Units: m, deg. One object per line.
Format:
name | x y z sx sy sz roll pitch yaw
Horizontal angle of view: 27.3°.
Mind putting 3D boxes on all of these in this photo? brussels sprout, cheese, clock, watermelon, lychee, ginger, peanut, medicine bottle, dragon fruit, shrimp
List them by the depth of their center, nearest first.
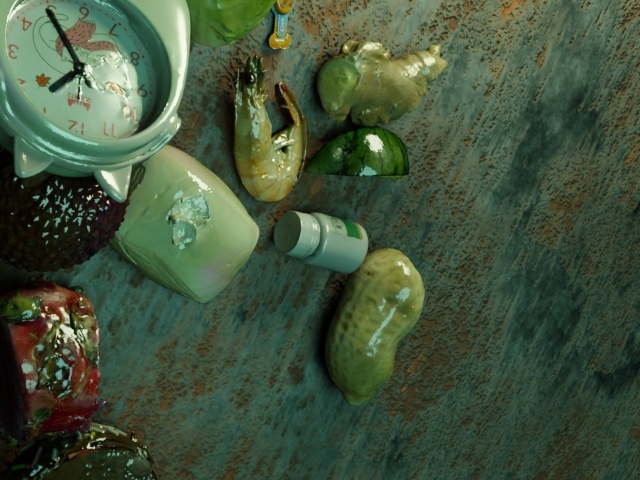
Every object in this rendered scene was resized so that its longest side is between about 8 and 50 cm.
clock | -0.294 -0.199 1.563 0.265 0.109 0.324 16 61 -31
lychee | -0.336 -0.041 1.651 0.188 0.188 0.188 -13 113 -33
dragon fruit | -0.350 0.156 1.701 0.147 0.211 0.282 -13 139 -26
brussels sprout | -0.124 -0.349 1.720 0.161 0.144 0.180 -63 165 -49
cheese | -0.054 -0.325 1.860 0.047 0.017 0.111 -6 109 -32
shrimp | -0.070 -0.164 1.880 0.133 0.053 0.236 -24 122 -26
ginger | 0.094 -0.231 1.968 0.213 0.074 0.137 -5 120 -40
medicine bottle | 0.000 0.000 1.969 0.130 0.080 0.080 16 96 -39
watermelon | 0.073 -0.132 1.981 0.181 0.092 0.075 0 92 -34
peanut | 0.083 0.136 2.053 0.137 0.122 0.253 19 96 -47

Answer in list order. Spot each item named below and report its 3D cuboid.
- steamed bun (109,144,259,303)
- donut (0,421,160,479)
steamed bun | -0.180 -0.017 1.785 0.239 0.152 0.170 41 81 -35
donut | -0.344 0.372 1.817 0.270 0.103 0.269 -18 121 -32
